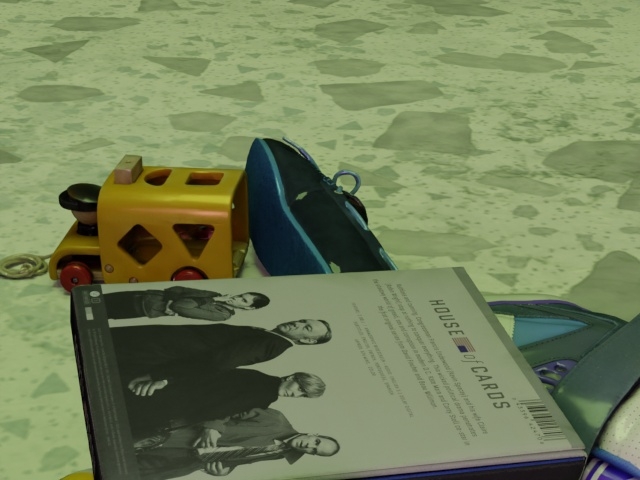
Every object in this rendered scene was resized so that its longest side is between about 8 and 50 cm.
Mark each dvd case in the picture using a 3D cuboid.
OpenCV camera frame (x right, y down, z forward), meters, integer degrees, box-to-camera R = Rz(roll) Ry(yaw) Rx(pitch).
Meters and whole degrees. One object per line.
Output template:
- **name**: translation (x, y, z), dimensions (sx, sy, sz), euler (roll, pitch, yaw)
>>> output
- **dvd case**: translation (-0.005, 0.075, 0.652), dimensions (0.238, 0.030, 0.179), euler (-2, 31, -16)

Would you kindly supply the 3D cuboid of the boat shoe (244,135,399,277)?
- **boat shoe**: translation (0.000, 0.000, 1.065), dimensions (0.089, 0.109, 0.258), euler (-1, 39, -22)

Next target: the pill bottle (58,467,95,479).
- **pill bottle**: translation (-0.125, 0.182, 0.588), dimensions (0.119, 0.119, 0.208), euler (17, 28, 33)

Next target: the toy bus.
- **toy bus**: translation (-0.157, -0.019, 1.061), dimensions (0.202, 0.104, 0.191), euler (-19, 30, -36)

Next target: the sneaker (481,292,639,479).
- **sneaker**: translation (0.101, 0.116, 0.730), dimensions (0.322, 0.130, 0.236), euler (-3, 19, -23)

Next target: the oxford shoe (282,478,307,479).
- **oxford shoe**: translation (-0.107, 0.224, 0.411), dimensions (0.449, 0.169, 0.130), euler (-27, -7, -39)
